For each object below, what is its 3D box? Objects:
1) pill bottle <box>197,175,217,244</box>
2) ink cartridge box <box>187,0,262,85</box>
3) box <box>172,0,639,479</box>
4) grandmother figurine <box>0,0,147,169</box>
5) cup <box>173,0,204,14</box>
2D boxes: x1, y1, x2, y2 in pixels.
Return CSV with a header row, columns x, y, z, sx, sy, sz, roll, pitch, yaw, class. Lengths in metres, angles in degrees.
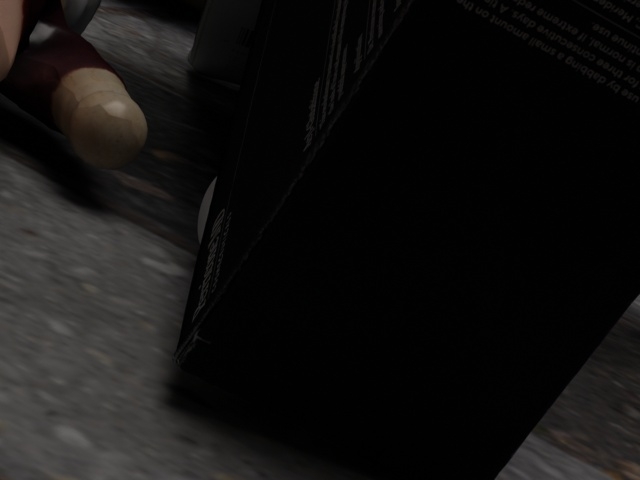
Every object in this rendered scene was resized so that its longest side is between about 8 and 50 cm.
x,y,z,sx,sy,sz,roll,pitch,yaw,class
0.000,0.000,0.652,0.083,0.043,0.043,15,15,-32,pill bottle
0.070,-0.145,0.870,0.223,0.129,0.307,15,-10,-6,ink cartridge box
0.053,-0.074,0.578,0.103,0.184,0.261,30,27,-12,box
-0.151,-0.095,0.673,0.208,0.104,0.342,51,9,-4,grandmother figurine
-0.042,-0.272,1.193,0.237,0.331,0.331,56,20,9,cup
